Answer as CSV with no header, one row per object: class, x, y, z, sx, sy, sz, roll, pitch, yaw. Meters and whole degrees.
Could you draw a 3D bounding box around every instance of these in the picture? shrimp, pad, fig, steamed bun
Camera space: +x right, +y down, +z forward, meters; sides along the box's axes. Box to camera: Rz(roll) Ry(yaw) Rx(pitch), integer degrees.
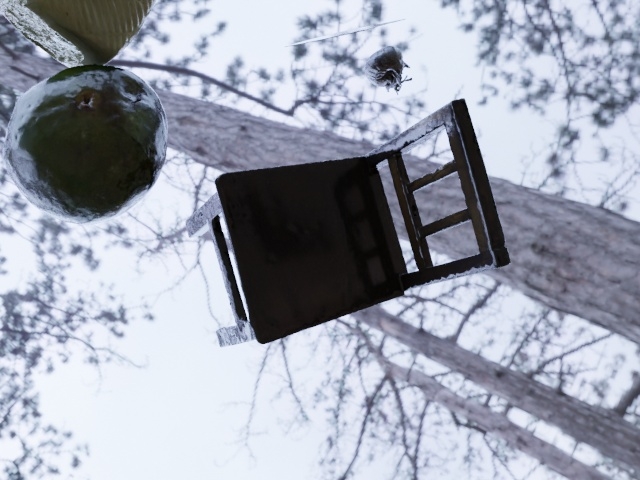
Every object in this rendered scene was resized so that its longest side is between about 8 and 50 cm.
shrimp,0.105,-0.255,1.198,0.165,0.065,0.057,-1,-106,-72
pad,0.055,-0.427,1.623,0.267,0.181,0.004,-38,-61,-56
fig,-0.286,-0.110,0.975,0.195,0.245,0.195,4,-102,-18
steamed bun,-0.305,-0.341,1.000,0.170,0.152,0.239,35,-115,-42

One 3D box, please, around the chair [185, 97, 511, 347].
chair,0.000,0.000,0.940,0.240,0.416,0.203,-13,-95,-18
